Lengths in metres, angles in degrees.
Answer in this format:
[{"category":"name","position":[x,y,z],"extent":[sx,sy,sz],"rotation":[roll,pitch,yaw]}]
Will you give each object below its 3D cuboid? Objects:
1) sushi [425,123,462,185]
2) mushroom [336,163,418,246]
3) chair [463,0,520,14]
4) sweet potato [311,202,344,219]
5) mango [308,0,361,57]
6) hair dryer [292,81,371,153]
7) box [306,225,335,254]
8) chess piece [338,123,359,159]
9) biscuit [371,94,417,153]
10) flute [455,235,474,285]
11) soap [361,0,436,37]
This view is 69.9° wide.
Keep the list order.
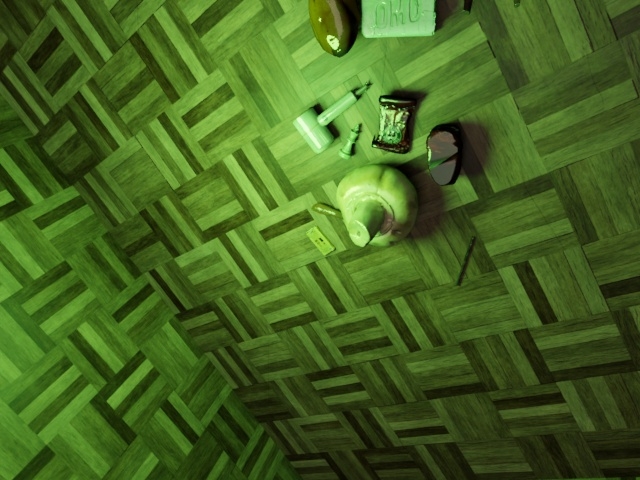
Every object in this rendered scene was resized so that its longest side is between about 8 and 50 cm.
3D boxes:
[{"category":"sushi","position":[0.476,-0.327,1.753],"extent":[0.136,0.126,0.226],"rotation":[3,115,25]},{"category":"mushroom","position":[0.210,-0.135,1.897],"extent":[0.325,0.352,0.354],"rotation":[48,134,31]},{"category":"chair","position":[0.520,-0.894,1.382],"extent":[0.175,0.183,0.327],"rotation":[4,77,23]},{"category":"sweet potato","position":[0.060,-0.127,2.113],"extent":[0.214,0.050,0.050],"rotation":[20,126,9]},{"category":"mango","position":[0.048,-0.806,1.624],"extent":[0.201,0.153,0.288],"rotation":[0,120,31]},{"category":"hair dryer","position":[0.067,-0.514,1.846],"extent":[0.357,0.108,0.173],"rotation":[-31,106,29]},{"category":"box","position":[0.000,0.000,2.234],"extent":[0.073,0.020,0.149],"rotation":[-31,104,37]},{"category":"chess piece","position":[0.126,-0.413,1.899],"extent":[0.059,0.059,0.149],"rotation":[28,123,6]},{"category":"biscuit","position":[0.286,-0.454,1.792],"extent":[0.151,0.063,0.236],"rotation":[16,128,16]},{"category":"flute","position":[0.632,0.094,2.007],"extent":[0.014,0.014,0.270],"rotation":[16,125,15]},{"category":"soap","position":[0.273,-0.782,1.576],"extent":[0.261,0.094,0.150],"rotation":[8,123,21]}]
